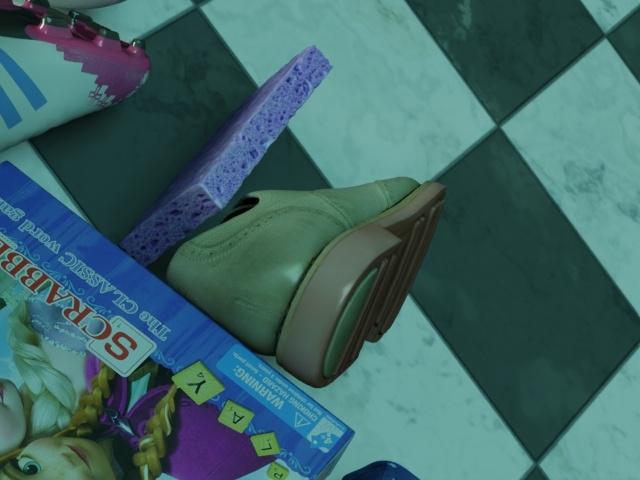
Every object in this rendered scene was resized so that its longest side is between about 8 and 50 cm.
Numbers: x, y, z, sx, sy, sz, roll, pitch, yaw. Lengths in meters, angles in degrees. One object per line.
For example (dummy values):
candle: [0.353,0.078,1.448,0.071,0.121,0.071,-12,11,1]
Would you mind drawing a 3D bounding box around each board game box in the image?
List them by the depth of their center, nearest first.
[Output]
board game box: [-0.190,0.137,1.224,0.318,0.066,0.318,37,49,8]

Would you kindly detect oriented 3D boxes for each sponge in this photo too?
sponge: [-0.073,-0.069,1.506,0.031,0.117,0.210,45,44,-9]

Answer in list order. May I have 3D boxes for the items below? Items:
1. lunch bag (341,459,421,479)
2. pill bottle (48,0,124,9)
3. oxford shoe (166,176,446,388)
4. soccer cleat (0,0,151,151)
lunch bag: [0.058,0.227,1.478,0.098,0.067,0.065,36,47,-21]
pill bottle: [-0.196,-0.330,1.534,0.146,0.146,0.264,19,53,-33]
oxford shoe: [0.000,0.000,1.467,0.146,0.141,0.397,23,11,10]
soccer cleat: [-0.254,-0.109,1.393,0.116,0.143,0.331,26,13,27]
